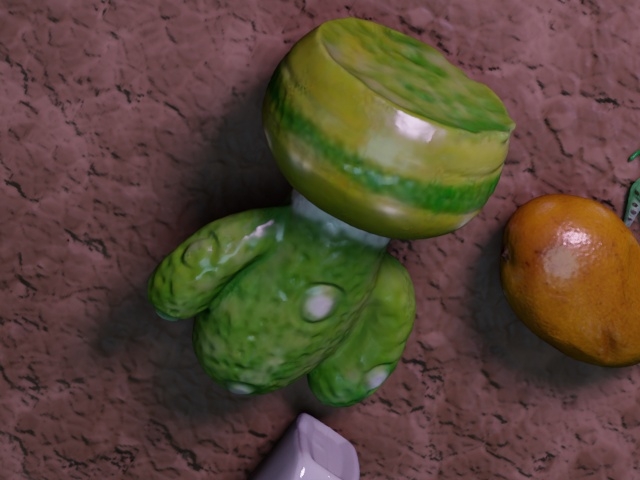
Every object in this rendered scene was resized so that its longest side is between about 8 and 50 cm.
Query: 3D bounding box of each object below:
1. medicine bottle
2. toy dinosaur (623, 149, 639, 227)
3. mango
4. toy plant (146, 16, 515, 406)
[{"bbox_3d":[-0.047,0.238,1.415,0.069,0.119,0.183,36,106,-13],"label":"medicine bottle"},{"bbox_3d":[0.259,-0.041,1.377,0.083,0.021,0.062,-24,99,17],"label":"toy dinosaur"},{"bbox_3d":[0.208,0.036,1.370,0.115,0.089,0.165,-29,113,1],"label":"mango"},{"bbox_3d":[0.000,0.000,1.315,0.224,0.184,0.316,13,121,-25],"label":"toy plant"}]
